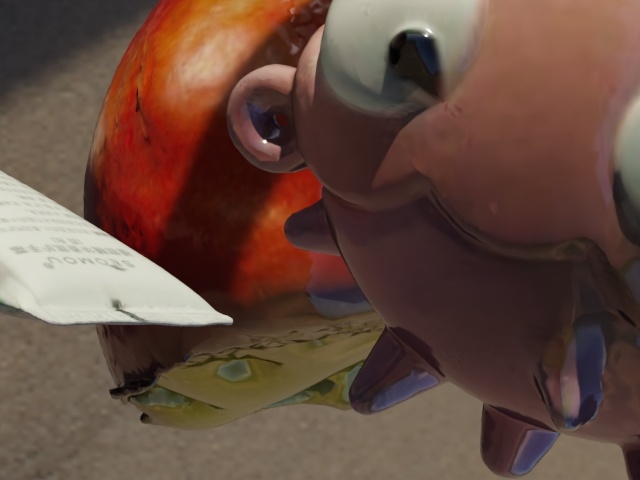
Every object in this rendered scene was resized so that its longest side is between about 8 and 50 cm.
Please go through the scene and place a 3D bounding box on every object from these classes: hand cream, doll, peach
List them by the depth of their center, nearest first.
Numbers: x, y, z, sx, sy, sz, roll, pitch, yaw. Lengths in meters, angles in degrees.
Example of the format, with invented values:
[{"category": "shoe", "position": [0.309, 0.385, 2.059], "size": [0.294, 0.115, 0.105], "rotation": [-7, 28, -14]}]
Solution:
[{"category": "hand cream", "position": [-0.110, -0.008, 0.515], "size": [0.067, 0.194, 0.042], "rotation": [10, 102, -49]}, {"category": "doll", "position": [0.096, -0.015, 0.518], "size": [0.093, 0.262, 0.211], "rotation": [-41, 147, -60]}, {"category": "peach", "position": [0.000, 0.000, 0.961], "size": [0.281, 0.281, 0.338], "rotation": [-48, 161, -52]}]
